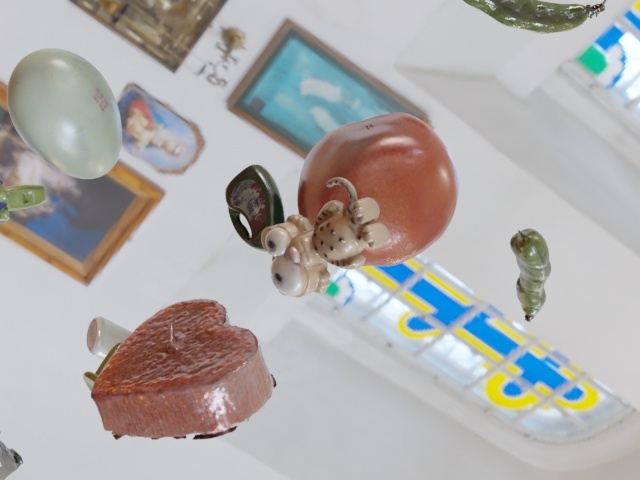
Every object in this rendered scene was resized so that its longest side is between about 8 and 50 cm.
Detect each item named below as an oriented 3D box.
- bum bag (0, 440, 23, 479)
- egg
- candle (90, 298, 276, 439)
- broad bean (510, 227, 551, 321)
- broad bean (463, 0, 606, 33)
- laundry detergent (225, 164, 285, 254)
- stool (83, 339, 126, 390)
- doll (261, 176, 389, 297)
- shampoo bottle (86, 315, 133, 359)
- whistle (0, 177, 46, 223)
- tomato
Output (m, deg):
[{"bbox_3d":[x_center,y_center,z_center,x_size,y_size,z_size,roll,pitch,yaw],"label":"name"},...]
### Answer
[{"bbox_3d":[-0.590,0.364,1.577,0.142,0.079,0.326,-31,157,-23],"label":"bum bag"},{"bbox_3d":[-0.458,-0.225,1.695,0.183,0.264,0.183,-13,-139,12],"label":"egg"},{"bbox_3d":[-0.248,0.213,1.572,0.287,0.131,0.317,-25,-154,-16],"label":"candle"},{"bbox_3d":[0.283,0.043,1.255,0.052,0.052,0.256,-63,159,-18],"label":"broad bean"},{"bbox_3d":[0.257,-0.306,1.194,0.039,0.227,0.069,-121,-139,-64],"label":"broad bean"},{"bbox_3d":[-0.129,-0.046,1.983,0.137,0.063,0.211,-37,-116,29],"label":"laundry detergent"},{"bbox_3d":[-0.384,0.264,1.812,0.135,0.134,0.110,27,-121,31],"label":"stool"},{"bbox_3d":[0.001,0.002,1.634,0.119,0.154,0.278,-19,168,-44],"label":"doll"},{"bbox_3d":[-0.432,0.255,2.138,0.051,0.221,0.108,-39,-142,23],"label":"shampoo bottle"},{"bbox_3d":[-0.625,-0.069,1.738,0.085,0.227,0.105,31,-55,56],"label":"whistle"},{"bbox_3d":[0.104,-0.114,1.884,0.341,0.273,0.341,-15,-143,12],"label":"tomato"}]
